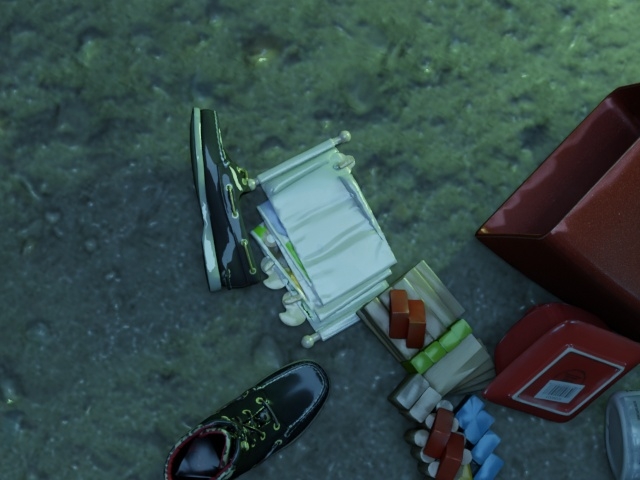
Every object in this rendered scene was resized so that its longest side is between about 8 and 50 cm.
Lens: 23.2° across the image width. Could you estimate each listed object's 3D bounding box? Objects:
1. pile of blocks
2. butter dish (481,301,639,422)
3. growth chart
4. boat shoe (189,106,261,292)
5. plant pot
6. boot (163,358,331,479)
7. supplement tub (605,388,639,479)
[{"bbox_3d":[0.155,0.200,1.853,0.149,0.112,0.362,-15,86,-7],"label":"pile of blocks"},{"bbox_3d":[0.279,0.126,1.867,0.160,0.160,0.118,-47,43,29],"label":"butter dish"},{"bbox_3d":[0.000,0.000,1.931,0.172,0.021,0.237,-22,83,-5],"label":"growth chart"},{"bbox_3d":[-0.118,-0.053,1.908,0.069,0.081,0.227,-7,89,-6],"label":"boat shoe"},{"bbox_3d":[0.386,-0.016,1.840,0.267,0.267,0.236,-45,98,-7],"label":"plant pot"},{"bbox_3d":[-0.084,0.222,1.815,0.236,0.178,0.085,-36,85,-6],"label":"boot"},{"bbox_3d":[0.445,0.231,1.866,0.190,0.117,0.117,-4,82,-3],"label":"supplement tub"}]
